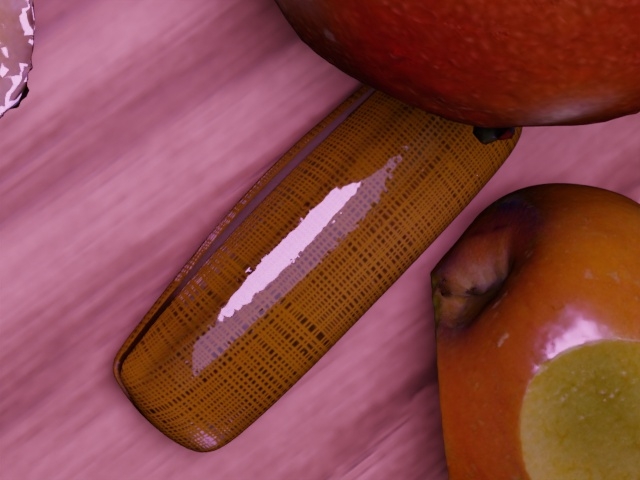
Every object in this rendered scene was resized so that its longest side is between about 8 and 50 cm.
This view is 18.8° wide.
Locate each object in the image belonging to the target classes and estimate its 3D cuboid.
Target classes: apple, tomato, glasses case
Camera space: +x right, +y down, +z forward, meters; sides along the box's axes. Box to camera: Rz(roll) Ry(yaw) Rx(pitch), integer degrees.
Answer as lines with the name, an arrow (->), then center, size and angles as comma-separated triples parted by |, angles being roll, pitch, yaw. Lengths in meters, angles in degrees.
apple -> 0.114, 0.054, 0.925 | 0.163, 0.146, 0.147 | -32, 115, 4
tomato -> 0.092, -0.196, 0.775 | 0.303, 0.303, 0.239 | -44, 116, -6
glasses case -> 0.000, 0.000, 0.914 | 0.234, 0.064, 0.079 | -46, 121, -6

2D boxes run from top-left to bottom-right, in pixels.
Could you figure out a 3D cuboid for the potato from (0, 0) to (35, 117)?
potato -> -0.220, -0.087, 0.801 | 0.200, 0.081, 0.164 | -16, 100, -20
